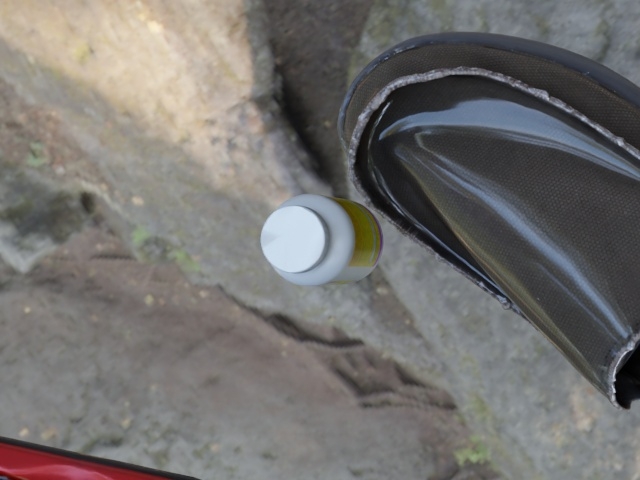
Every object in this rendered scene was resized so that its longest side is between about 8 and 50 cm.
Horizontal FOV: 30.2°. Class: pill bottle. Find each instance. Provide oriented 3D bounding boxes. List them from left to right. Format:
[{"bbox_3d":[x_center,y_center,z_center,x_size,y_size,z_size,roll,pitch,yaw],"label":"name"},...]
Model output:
[{"bbox_3d":[0.000,0.000,0.565,0.043,0.083,0.043,0,89,17],"label":"pill bottle"}]

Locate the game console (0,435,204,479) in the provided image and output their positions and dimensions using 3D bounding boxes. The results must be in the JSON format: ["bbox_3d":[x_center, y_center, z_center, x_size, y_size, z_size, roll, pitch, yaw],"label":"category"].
[{"bbox_3d":[-0.042,0.211,0.597,0.387,0.060,0.342,11,145,10],"label":"game console"}]

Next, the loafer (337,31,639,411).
[{"bbox_3d":[0.166,0.010,0.622,0.366,0.130,0.133,29,121,9],"label":"loafer"}]
